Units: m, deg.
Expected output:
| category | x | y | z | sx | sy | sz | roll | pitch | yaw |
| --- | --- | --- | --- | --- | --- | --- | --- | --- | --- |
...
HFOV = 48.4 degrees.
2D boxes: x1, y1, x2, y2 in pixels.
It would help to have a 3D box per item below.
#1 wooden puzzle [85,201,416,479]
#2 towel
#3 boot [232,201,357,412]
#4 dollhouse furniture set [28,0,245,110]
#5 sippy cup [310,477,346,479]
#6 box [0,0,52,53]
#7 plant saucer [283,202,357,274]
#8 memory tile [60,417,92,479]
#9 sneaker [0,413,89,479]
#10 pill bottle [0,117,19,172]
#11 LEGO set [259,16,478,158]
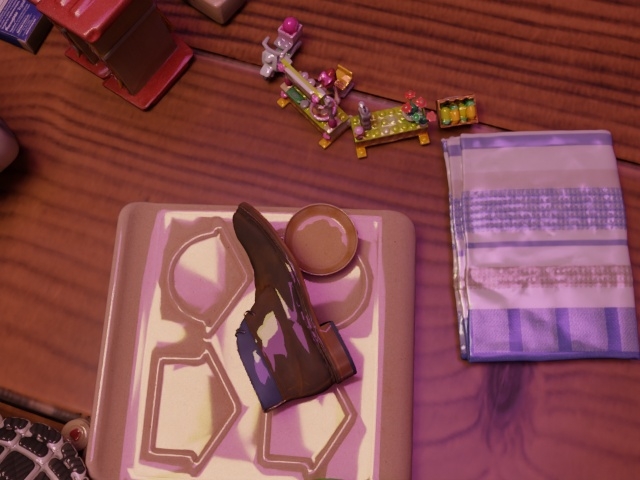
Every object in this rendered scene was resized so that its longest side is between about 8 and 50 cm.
| category | x | y | z | sx | sy | sz | roll | pitch | yaw |
| --- | --- | --- | --- | --- | --- | --- | --- | --- | --- |
| wooden puzzle | -0.067 | 0.121 | 0.815 | 0.347 | 0.080 | 0.322 | 3 | 75 | 0 |
| towel | 0.256 | 0.002 | 0.844 | 0.209 | 0.034 | 0.285 | -2 | 75 | 4 |
| boot | -0.061 | 0.070 | 0.745 | 0.106 | 0.082 | 0.219 | -30 | 79 | -11 |
| dollhouse furniture set | -0.185 | -0.368 | 0.889 | 0.152 | 0.201 | 0.374 | 37 | 81 | 12 |
| sippy cup | 0.028 | 0.391 | 0.630 | 0.224 | 0.240 | 0.305 | -27 | 33 | -15 |
| box | -0.464 | -0.361 | 0.990 | 0.225 | 0.036 | 0.136 | 24 | 77 | 8 |
| plant saucer | 0.000 | 0.000 | 0.798 | 0.083 | 0.015 | 0.083 | 0 | 74 | 0 |
| memory tile | -0.265 | 0.288 | 0.810 | 0.148 | 0.012 | 0.113 | 38 | 80 | 12 |
| sneaker | -0.353 | 0.253 | 0.772 | 0.279 | 0.118 | 0.107 | 23 | 41 | 23 |
| pill bottle | -0.578 | -0.055 | 0.814 | 0.407 | 0.229 | 0.229 | -43 | 76 | -8 |
| LEGO set | 0.048 | -0.180 | 0.866 | 0.287 | 0.107 | 0.132 | 23 | 79 | 11 |
